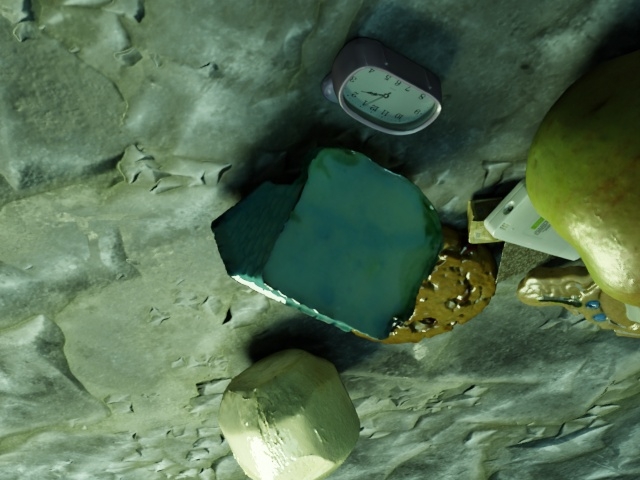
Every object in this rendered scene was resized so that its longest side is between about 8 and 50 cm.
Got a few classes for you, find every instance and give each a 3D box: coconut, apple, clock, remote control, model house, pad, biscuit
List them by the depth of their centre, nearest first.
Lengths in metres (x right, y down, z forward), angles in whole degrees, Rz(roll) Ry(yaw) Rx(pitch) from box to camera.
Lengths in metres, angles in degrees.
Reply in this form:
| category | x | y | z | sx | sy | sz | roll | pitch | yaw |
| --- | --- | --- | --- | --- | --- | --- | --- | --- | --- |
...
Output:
| category | x | y | z | sx | sy | sz | roll | pitch | yaw |
| --- | --- | --- | --- | --- | --- | --- | --- | --- | --- |
| apple | 0.432 | -0.070 | 1.051 | 0.305 | 0.338 | 0.338 | -30 | 136 | 13 |
| clock | 0.079 | -0.188 | 1.089 | 0.152 | 0.050 | 0.110 | 22 | 134 | -29 |
| model house | 0.000 | 0.000 | 1.239 | 0.261 | 0.226 | 0.241 | 29 | 167 | -31 |
| remote control | 0.354 | -0.028 | 1.274 | 0.250 | 0.034 | 0.103 | 11 | 127 | -43 |
| pad | 0.356 | -0.029 | 1.311 | 0.158 | 0.003 | 0.235 | -21 | 143 | -14 |
| biscuit | 0.488 | 0.092 | 1.381 | 0.320 | 0.047 | 0.183 | 8 | 135 | 15 |
| biscuit | 0.159 | 0.087 | 1.419 | 0.296 | 0.075 | 0.296 | -4 | 141 | -3 |
| coconut | -0.056 | 0.345 | 1.555 | 0.245 | 0.245 | 0.247 | -21 | 101 | 18 |

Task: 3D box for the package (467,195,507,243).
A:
| category | x | y | z | sx | sy | sz | roll | pitch | yaw |
| --- | --- | --- | --- | --- | --- | --- | --- | --- | --- |
| package | 0.294 | -0.035 | 1.304 | 0.131 | 0.047 | 0.071 | -6 | 144 | 0 |
